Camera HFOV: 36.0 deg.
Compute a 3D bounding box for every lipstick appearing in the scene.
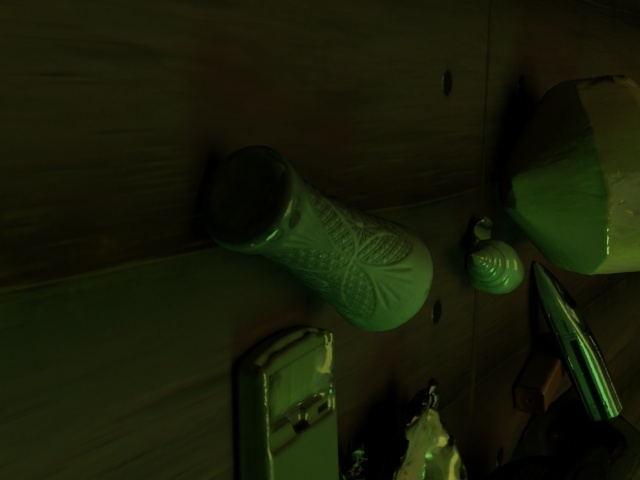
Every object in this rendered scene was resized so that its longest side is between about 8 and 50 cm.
[{"bbox_3d":[0.320,0.188,1.409,0.145,0.045,0.045,-45,131,-49],"label":"lipstick"}]

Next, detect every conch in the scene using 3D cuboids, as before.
[{"bbox_3d":[0.194,0.023,1.144,0.065,0.088,0.180,-40,159,11],"label":"conch"}]

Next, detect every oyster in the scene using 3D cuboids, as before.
[{"bbox_3d":[0.101,0.276,0.992,0.198,0.092,0.259,-54,133,-46],"label":"oyster"}]

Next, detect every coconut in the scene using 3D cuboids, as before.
[{"bbox_3d":[0.343,-0.077,1.229,0.259,0.259,0.259,-20,113,-58],"label":"coconut"}]

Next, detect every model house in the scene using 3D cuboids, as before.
[{"bbox_3d":[0.369,0.386,1.441,0.268,0.173,0.239,-29,130,-41],"label":"model house"}]

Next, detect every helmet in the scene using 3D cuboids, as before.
[{"bbox_3d":[0.246,0.363,1.190,0.279,0.160,0.230,-53,134,-42],"label":"helmet"}]

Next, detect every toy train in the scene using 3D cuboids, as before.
[{"bbox_3d":[0.363,0.137,1.398,0.055,0.048,0.251,-44,113,-52],"label":"toy train"}]

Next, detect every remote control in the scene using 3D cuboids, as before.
[{"bbox_3d":[-0.025,0.214,0.806,0.123,0.038,0.285,-25,115,-59],"label":"remote control"}]

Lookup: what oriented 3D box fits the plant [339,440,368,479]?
[{"bbox_3d":[0.028,0.232,0.889,0.051,0.051,0.102,13,74,-61],"label":"plant"}]

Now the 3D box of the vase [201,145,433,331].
[{"bbox_3d":[0.000,0.000,0.749,0.219,0.096,0.096,31,69,-56],"label":"vase"}]
